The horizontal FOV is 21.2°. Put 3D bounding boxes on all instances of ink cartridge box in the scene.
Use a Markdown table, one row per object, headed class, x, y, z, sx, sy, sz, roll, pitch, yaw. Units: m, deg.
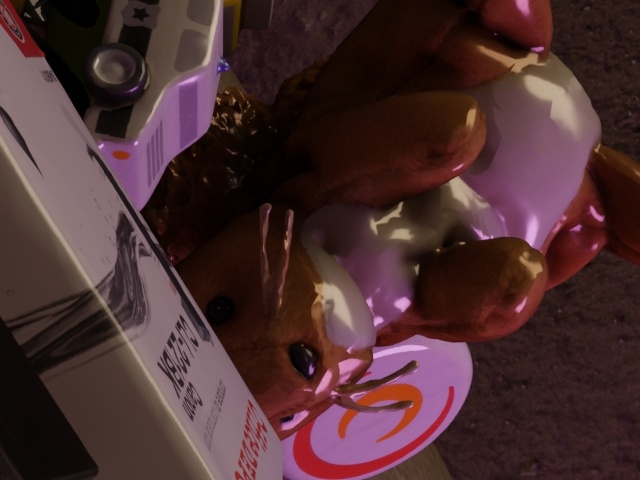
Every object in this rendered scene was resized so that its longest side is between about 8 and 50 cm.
| class | x | y | z | sx | sy | sz | roll | pitch | yaw |
| --- | --- | --- | --- | --- | --- | --- | --- | --- | --- |
| ink cartridge box | -0.127 | 0.022 | 0.663 | 0.273 | 0.114 | 0.197 | 60 | 3 | -6 |

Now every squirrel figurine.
| class | x | y | z | sx | sy | sz | roll | pitch | yaw |
| --- | --- | --- | --- | --- | --- | --- | --- | --- | --- |
| squirrel figurine | 0.000 | 0.000 | 1.214 | 0.397 | 0.370 | 0.281 | 9 | -42 | 56 |

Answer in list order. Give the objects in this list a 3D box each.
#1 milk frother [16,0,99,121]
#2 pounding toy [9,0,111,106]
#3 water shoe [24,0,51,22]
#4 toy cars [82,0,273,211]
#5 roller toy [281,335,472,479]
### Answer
| class | x | y | z | sx | sy | sz | roll | pitch | yaw |
| --- | --- | --- | --- | --- | --- | --- | --- | --- | --- |
| milk frother | -0.211 | -0.117 | 0.966 | 0.143 | 0.129 | 0.135 | 14 | -16 | 21 |
| pounding toy | -0.194 | -0.166 | 1.241 | 0.183 | 0.110 | 0.237 | 129 | -28 | -63 |
| water shoe | -0.254 | -0.252 | 1.440 | 0.203 | 0.080 | 0.073 | 59 | 4 | -6 |
| toy cars | -0.079 | -0.140 | 1.080 | 0.394 | 0.087 | 0.176 | -83 | -179 | -70 |
| roller toy | 0.017 | 0.093 | 1.422 | 0.191 | 0.209 | 0.146 | 14 | 35 | -42 |
